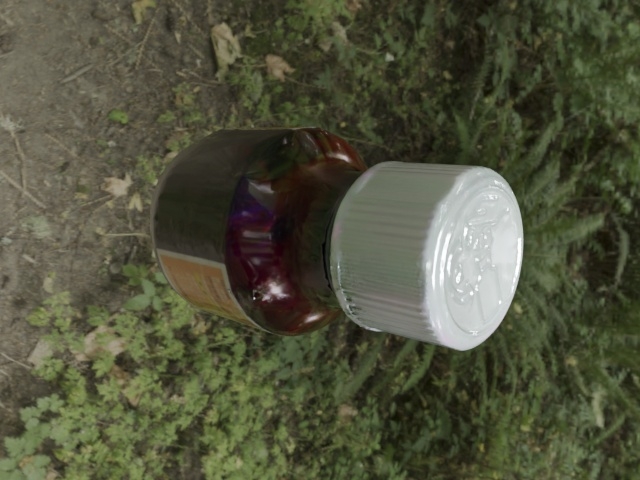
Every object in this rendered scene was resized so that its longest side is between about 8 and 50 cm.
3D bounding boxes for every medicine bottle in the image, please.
[{"bbox_3d":[0.000,0.000,0.679,0.242,0.395,0.242,-12,108,-40],"label":"medicine bottle"}]
